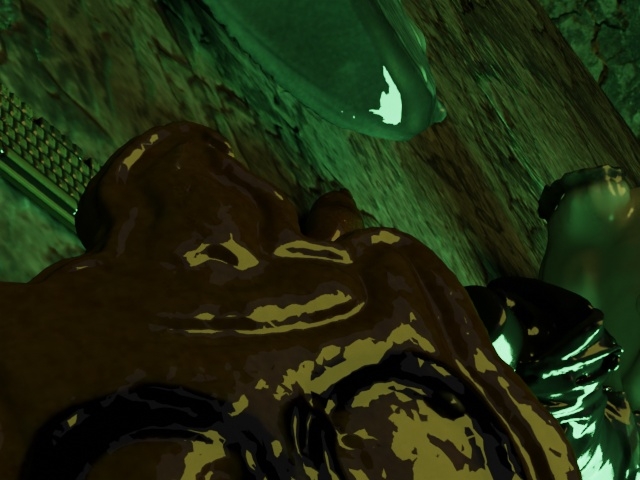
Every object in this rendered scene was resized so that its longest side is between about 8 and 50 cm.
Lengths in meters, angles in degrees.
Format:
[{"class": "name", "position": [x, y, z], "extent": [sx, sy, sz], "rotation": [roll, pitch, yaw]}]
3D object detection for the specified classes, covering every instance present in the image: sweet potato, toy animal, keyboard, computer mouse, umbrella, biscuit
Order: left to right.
[{"class": "keyboard", "position": [-0.110, -0.027, 0.675], "extent": [0.129, 0.015, 0.049], "rotation": [42, 21, -35]}, {"class": "computer mouse", "position": [-0.049, -0.213, 1.037], "extent": [0.374, 0.114, 0.203], "rotation": [57, 13, -16]}, {"class": "biscuit", "position": [-0.009, 0.075, 0.501], "extent": [0.208, 0.041, 0.290], "rotation": [-7, 58, -27]}, {"class": "sweet potato", "position": [0.004, -0.003, 0.890], "extent": [0.044, 0.044, 0.179], "rotation": [53, 17, -5]}, {"class": "umbrella", "position": [0.125, 0.103, 0.882], "extent": [0.272, 0.122, 0.110], "rotation": [46, 39, -52]}, {"class": "toy animal", "position": [0.285, 0.117, 1.228], "extent": [0.258, 0.194, 0.357], "rotation": [77, 1, -70]}]
